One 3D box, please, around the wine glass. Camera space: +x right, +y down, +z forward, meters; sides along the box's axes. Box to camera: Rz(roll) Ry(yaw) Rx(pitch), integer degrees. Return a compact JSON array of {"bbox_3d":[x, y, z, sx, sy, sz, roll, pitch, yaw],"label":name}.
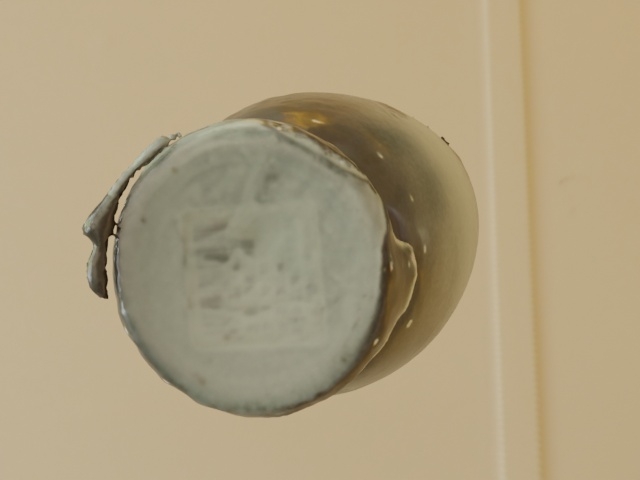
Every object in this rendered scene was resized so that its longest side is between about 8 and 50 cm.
[{"bbox_3d":[0.000,0.000,0.620,0.111,0.204,0.111,1,-85,14],"label":"wine glass"}]
